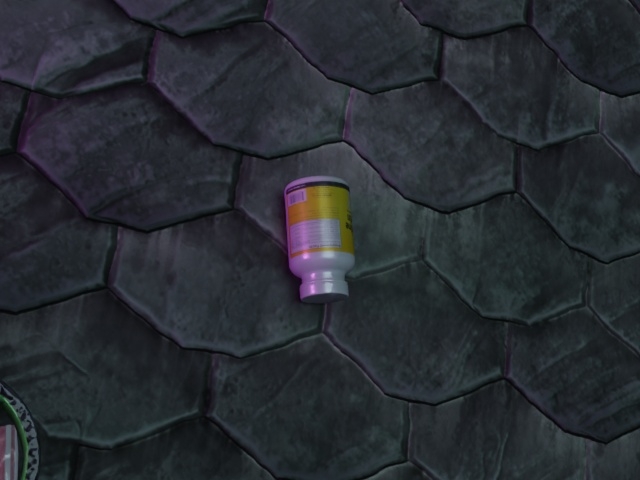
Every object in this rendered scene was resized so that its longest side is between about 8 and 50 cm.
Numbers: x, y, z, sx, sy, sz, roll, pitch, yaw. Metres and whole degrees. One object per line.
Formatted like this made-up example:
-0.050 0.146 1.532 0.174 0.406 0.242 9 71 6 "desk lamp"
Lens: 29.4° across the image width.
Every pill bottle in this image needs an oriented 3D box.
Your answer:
0.000 0.000 1.883 0.103 0.103 0.184 3 74 -25 "pill bottle"

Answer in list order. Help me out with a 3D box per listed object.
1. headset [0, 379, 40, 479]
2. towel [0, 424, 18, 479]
-0.504 0.324 1.458 0.243 0.185 0.394 35 69 -4 "headset"
-0.492 0.313 1.593 0.197 0.029 0.144 3 74 -25 "towel"
